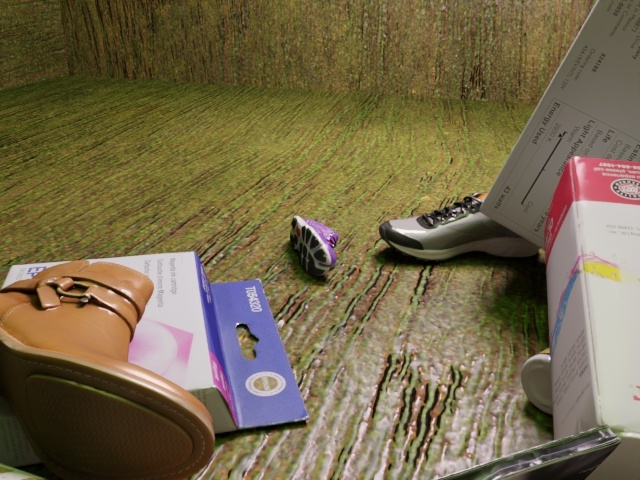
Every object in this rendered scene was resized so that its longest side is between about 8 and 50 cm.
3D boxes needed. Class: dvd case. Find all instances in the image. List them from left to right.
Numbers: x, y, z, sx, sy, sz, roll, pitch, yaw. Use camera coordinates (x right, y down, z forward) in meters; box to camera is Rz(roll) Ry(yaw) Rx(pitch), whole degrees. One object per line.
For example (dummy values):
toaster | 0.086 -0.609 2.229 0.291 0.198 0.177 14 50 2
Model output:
dvd case | 0.069 0.193 0.392 0.222 0.164 0.018 -8 47 -20

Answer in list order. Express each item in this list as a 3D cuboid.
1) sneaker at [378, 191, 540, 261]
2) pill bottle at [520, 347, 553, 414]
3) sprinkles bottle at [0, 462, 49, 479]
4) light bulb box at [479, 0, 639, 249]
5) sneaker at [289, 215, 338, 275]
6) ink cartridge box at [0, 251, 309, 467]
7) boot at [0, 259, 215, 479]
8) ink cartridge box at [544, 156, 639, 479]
sneaker | 0.227 -0.030 0.983 0.272 0.107 0.100 -3 25 -7
pill bottle | 0.274 0.136 0.649 0.116 0.065 0.065 -17 29 -35
sprinkles bottle | -0.228 0.206 0.395 0.356 0.121 0.121 10 25 18
light bulb box | 0.464 -0.116 0.768 0.361 0.357 0.225 34 34 17
sneaker | 0.000 0.000 0.956 0.071 0.068 0.170 1 22 -14
ink cartridge box | -0.208 0.106 0.697 0.331 0.071 0.324 -6 24 -14
boot | -0.198 0.098 0.541 0.284 0.108 0.220 5 18 11
ink cartridge box | 0.335 0.076 0.555 0.226 0.131 0.306 9 52 9
